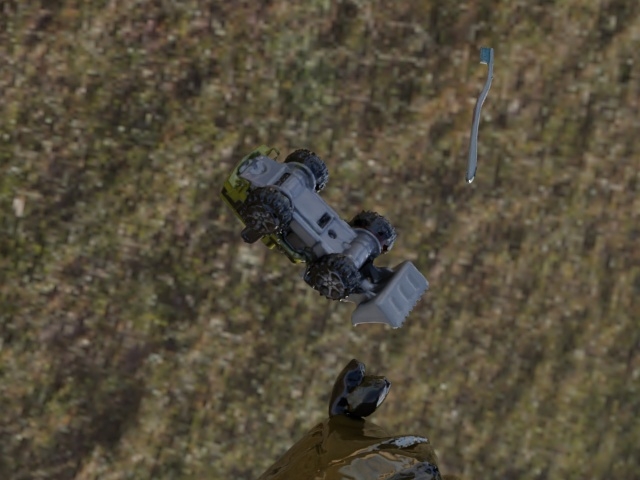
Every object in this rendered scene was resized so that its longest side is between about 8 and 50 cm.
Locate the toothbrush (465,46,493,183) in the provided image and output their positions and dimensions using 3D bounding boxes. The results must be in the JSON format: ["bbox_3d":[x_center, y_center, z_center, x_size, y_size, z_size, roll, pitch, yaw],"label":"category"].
[{"bbox_3d":[0.208,-0.165,1.768,0.017,0.022,0.204,109,-8,-66],"label":"toothbrush"}]

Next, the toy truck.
[{"bbox_3d":[0.000,0.000,1.710,0.286,0.111,0.136,44,45,-3],"label":"toy truck"}]

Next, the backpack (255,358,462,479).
[{"bbox_3d":[-0.012,0.300,1.233,0.353,0.201,0.378,-52,163,3],"label":"backpack"}]
